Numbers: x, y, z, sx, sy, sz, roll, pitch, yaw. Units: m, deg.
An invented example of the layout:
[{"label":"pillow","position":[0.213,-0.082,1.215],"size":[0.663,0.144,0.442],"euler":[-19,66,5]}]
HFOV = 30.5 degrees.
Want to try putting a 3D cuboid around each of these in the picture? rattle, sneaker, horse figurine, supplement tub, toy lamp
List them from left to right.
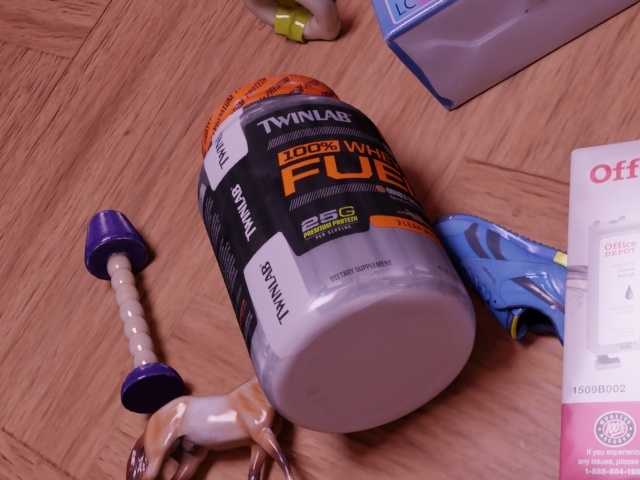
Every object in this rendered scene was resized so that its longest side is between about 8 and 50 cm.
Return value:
[{"label":"toy lamp","position":[-0.222,0.073,1.353],"size":[0.080,0.080,0.274],"euler":[-34,48,14]},{"label":"horse figurine","position":[-0.106,0.210,1.183],"size":[0.263,0.066,0.174],"euler":[-18,57,23]},{"label":"rattle","position":[-0.037,-0.336,1.400],"size":[0.130,0.200,0.143],"euler":[31,82,44]},{"label":"supplement tub","position":[0.000,0.000,1.144],"size":[0.207,0.207,0.338],"euler":[-36,47,12]},{"label":"sneaker","position":[0.167,0.037,1.089],"size":[0.209,0.069,0.082],"euler":[26,74,43]}]

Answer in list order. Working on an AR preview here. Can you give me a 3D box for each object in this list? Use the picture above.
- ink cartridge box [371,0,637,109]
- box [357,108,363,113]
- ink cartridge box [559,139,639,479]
[{"label":"ink cartridge box","position":[0.171,-0.376,1.314],"size":[0.270,0.151,0.395],"euler":[-30,46,17]},{"label":"box","position":[0.013,-0.107,1.338],"size":[0.067,0.018,0.083],"euler":[-7,58,33]},{"label":"ink cartridge box","position":[0.302,0.060,0.913],"size":[0.207,0.117,0.283],"euler":[-7,68,34]}]
